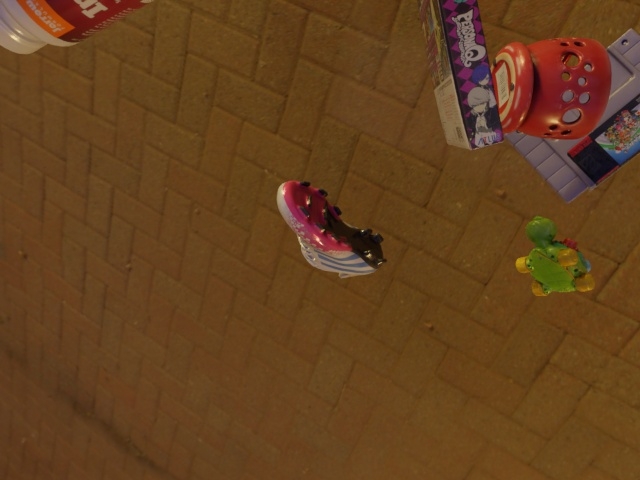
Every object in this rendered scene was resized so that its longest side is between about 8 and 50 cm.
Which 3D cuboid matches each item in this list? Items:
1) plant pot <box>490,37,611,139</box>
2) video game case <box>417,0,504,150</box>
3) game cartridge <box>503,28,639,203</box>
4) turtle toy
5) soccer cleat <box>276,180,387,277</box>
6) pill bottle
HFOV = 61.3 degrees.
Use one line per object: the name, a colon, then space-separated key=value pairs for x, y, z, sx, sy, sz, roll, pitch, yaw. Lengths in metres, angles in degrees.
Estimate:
plant pot: x=0.425 y=-0.291 z=1.043 sx=0.174 sy=0.191 sz=0.191 roll=-1 pitch=117 yaw=-4
video game case: x=0.160 y=-0.218 z=0.650 sx=0.042 sy=0.232 sz=0.210 roll=-13 pitch=99 yaw=10
game cartridge: x=0.637 y=-0.276 z=1.232 sx=0.355 sy=0.068 sz=0.230 roll=-41 pitch=72 yaw=13
turtle toy: x=0.345 y=0.024 z=0.799 sx=0.130 sy=0.066 sz=0.095 roll=52 pitch=146 yaw=-15
soccer cleat: x=0.000 y=0.000 z=1.075 sx=0.143 sy=0.115 sz=0.331 roll=-24 pitch=143 yaw=29
pill bottle: x=-0.186 y=-0.202 z=0.408 sx=0.152 sy=0.086 sz=0.086 roll=-19 pitch=104 yaw=20
